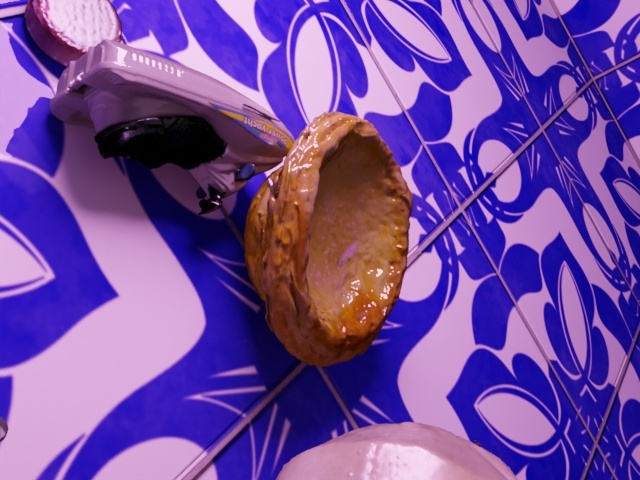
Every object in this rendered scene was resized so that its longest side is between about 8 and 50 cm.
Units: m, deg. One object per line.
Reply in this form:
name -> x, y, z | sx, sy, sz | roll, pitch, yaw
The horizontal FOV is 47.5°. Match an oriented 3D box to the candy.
candy -> -0.265, -0.235, 0.787 | 0.103, 0.043, 0.103 | 24, 54, -38

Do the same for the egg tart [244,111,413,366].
egg tart -> 0.000, 0.000, 0.850 | 0.294, 0.123, 0.293 | -9, 101, -55

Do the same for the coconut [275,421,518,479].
coconut -> 0.068, 0.335, 0.659 | 0.323, 0.323, 0.322 | 24, 54, -38

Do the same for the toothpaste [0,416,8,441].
toothpaste -> -0.349, 0.071, 0.540 | 0.268, 0.047, 0.069 | 56, 28, -14

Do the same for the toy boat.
toy boat -> -0.145, -0.112, 0.786 | 0.270, 0.141, 0.140 | 29, 51, -37
